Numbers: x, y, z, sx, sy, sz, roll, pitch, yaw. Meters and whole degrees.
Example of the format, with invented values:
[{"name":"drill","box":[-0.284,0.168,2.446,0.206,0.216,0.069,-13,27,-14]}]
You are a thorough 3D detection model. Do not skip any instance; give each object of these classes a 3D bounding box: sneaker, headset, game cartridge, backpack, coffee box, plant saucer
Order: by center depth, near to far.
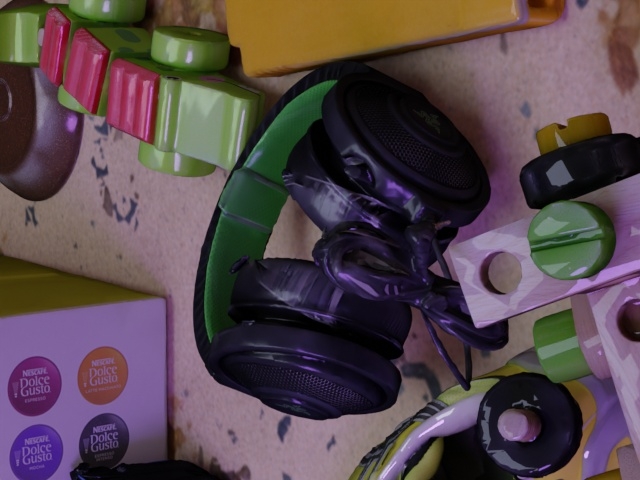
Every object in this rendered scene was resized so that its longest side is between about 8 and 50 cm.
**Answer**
[{"name":"headset","box":[0.000,0.000,1.111,0.243,0.185,0.394,-65,28,2]},{"name":"sneaker","box":[0.076,0.168,1.117,0.384,0.147,0.145,-50,59,43]},{"name":"game cartridge","box":[0.032,-0.272,1.194,0.324,0.053,0.285,-3,93,53]},{"name":"backpack","box":[-0.139,0.233,1.416,0.105,0.114,0.084,29,118,46]},{"name":"coffee box","box":[-0.366,0.199,1.514,0.338,0.337,0.334,12,104,51]},{"name":"plant saucer","box":[-0.294,-0.135,1.619,0.198,0.036,0.198,8,100,50]}]

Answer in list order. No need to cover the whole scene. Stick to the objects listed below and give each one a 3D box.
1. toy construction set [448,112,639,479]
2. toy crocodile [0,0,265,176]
[{"name":"toy construction set","box":[0.199,0.059,0.797,0.309,0.237,0.257,7,85,22]},{"name":"toy crocodile","box":[-0.163,-0.137,1.402,0.340,0.105,0.115,33,120,43]}]
